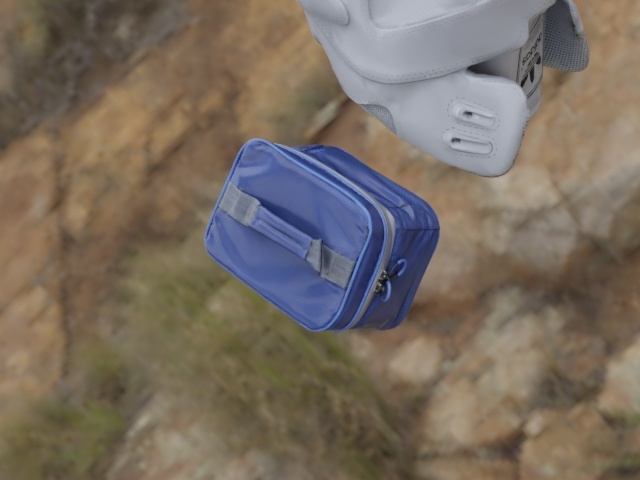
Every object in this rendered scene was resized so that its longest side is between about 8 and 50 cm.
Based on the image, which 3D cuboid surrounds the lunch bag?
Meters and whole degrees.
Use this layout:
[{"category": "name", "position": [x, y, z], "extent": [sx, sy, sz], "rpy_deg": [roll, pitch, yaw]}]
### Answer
[{"category": "lunch bag", "position": [0.000, 0.000, 0.852], "extent": [0.098, 0.065, 0.067], "rpy_deg": [32, 109, 35]}]

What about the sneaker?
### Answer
[{"category": "sneaker", "position": [0.125, -0.157, 0.990], "extent": [0.366, 0.210, 0.137], "rpy_deg": [-2, 35, 37]}]
